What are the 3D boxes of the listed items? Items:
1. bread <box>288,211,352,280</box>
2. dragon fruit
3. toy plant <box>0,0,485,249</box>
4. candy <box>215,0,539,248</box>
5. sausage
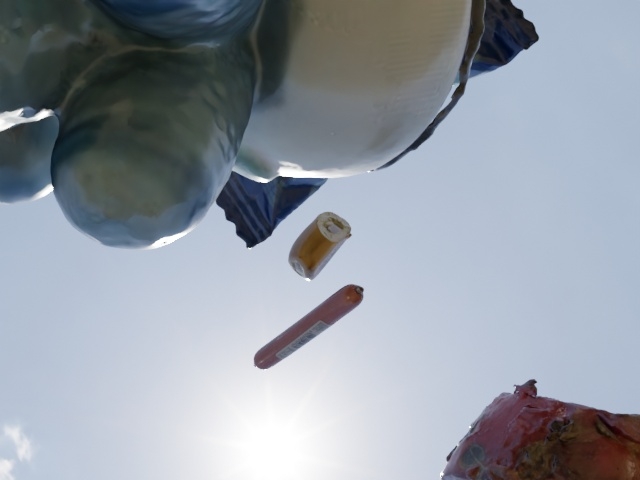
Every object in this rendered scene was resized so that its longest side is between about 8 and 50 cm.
[{"bbox_3d":[0.001,-0.001,0.980,0.049,0.062,0.103,35,-108,11],"label":"bread"},{"bbox_3d":[0.242,0.220,0.711,0.211,0.282,0.147,42,-114,-16],"label":"dragon fruit"},{"bbox_3d":[-0.092,-0.116,0.402,0.332,0.247,0.247,-23,-103,-47],"label":"toy plant"},{"bbox_3d":[0.015,-0.148,0.717,0.331,0.077,0.187,-35,-114,9],"label":"candy"},{"bbox_3d":[-0.019,0.107,0.925,0.029,0.223,0.029,24,-134,-28],"label":"sausage"}]
